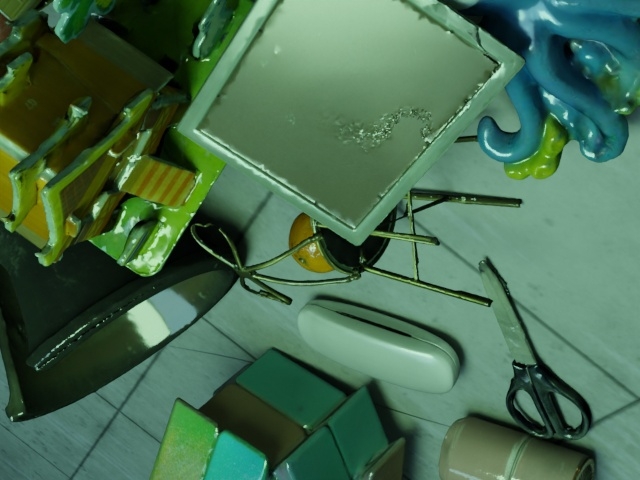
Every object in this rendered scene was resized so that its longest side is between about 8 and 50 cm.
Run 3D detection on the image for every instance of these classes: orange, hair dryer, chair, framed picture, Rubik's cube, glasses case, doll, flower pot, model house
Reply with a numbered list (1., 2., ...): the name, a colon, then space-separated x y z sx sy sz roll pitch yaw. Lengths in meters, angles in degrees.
1. orange: 0.000 -0.001 1.272 0.083 0.083 0.084 22 141 19
2. hair dryer: 0.283 0.385 1.453 0.189 0.107 0.344 14 144 29
3. chair: 0.035 -0.024 1.139 0.325 0.170 0.160 5 152 39
4. framed picture: 0.017 -0.129 0.921 0.216 0.016 0.273 33 133 -10
5. Rubik's cube: -0.073 0.371 1.521 0.387 0.358 0.368 48 142 3
6. glasses case: 0.074 0.140 1.379 0.233 0.059 0.092 15 140 26
7. doll: 0.164 -0.191 0.880 0.346 0.099 0.341 -22 117 39
8. flower pot: -0.316 0.039 1.419 0.251 0.379 0.379 54 146 12
9. model house: -0.209 -0.135 1.016 0.242 0.313 0.358 36 102 0

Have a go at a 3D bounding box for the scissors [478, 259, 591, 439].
1. scissors: 0.246 0.138 1.268 0.109 0.022 0.300 -4 127 37

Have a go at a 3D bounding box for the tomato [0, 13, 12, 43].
1. tomato: -0.479 -0.296 1.257 0.232 0.189 0.232 21 141 17

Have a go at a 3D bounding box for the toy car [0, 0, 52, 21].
1. toy car: -0.279 -0.333 1.103 0.101 0.124 0.256 47 144 -15
